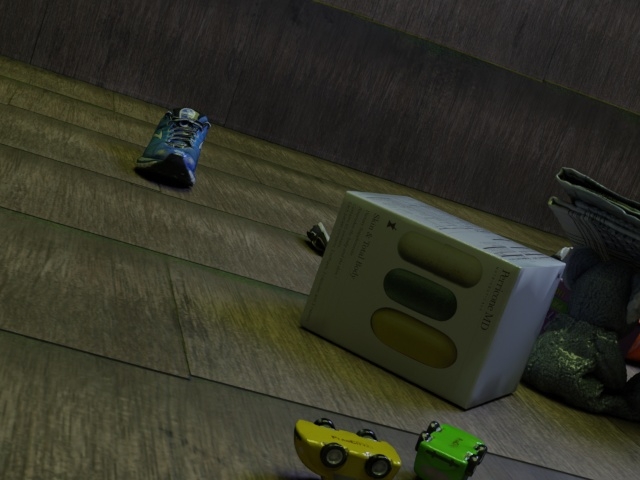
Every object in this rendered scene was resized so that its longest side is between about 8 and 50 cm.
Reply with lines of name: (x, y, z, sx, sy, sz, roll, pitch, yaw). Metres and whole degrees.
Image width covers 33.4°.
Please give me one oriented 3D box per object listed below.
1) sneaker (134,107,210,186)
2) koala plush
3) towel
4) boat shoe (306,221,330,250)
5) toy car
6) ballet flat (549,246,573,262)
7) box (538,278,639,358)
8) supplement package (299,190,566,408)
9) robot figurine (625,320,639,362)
sneaker: (-0.307, -0.207, 2.234, 0.130, 0.147, 0.330, 17, 11, -13)
koala plush: (0.412, 0.127, 1.587, 0.203, 0.221, 0.196, 12, 13, -35)
towel: (0.496, 0.052, 1.615, 0.312, 0.056, 0.324, 37, -14, 47)
boat shoe: (0.000, 0.000, 2.020, 0.046, 0.038, 0.125, 61, -1, -24)
toy car: (0.103, 0.220, 0.982, 0.239, 0.053, 0.225, 24, 10, 18)
ballet flat: (0.547, 0.055, 2.288, 0.074, 0.074, 0.203, 16, 11, -21)
box: (0.422, 0.126, 1.845, 0.213, 0.117, 0.243, 29, 12, 7)
supplement package: (0.153, 0.072, 1.447, 0.263, 0.199, 0.198, 25, 11, 27)
robot figurine: (0.609, 0.170, 2.025, 0.219, 0.128, 0.158, 16, 13, -23)
